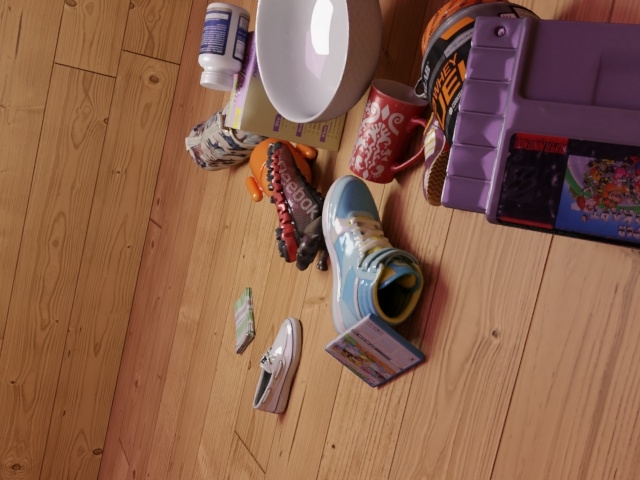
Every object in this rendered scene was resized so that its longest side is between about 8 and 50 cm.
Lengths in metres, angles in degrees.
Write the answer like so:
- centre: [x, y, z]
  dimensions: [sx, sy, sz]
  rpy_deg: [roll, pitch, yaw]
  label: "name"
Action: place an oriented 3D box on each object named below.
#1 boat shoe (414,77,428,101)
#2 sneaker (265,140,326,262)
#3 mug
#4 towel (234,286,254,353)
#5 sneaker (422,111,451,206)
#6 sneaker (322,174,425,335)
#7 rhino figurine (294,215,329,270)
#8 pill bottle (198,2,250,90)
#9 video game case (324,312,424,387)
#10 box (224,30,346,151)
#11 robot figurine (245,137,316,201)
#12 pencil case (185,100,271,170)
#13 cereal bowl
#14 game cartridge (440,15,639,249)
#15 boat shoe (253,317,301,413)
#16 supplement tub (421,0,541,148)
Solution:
- centre: [0.234, -0.291, 1.258]
  dimensions: [0.219, 0.070, 0.078]
  rpy_deg: [-44, 43, 52]
  label: "boat shoe"
- centre: [-0.047, -0.093, 1.695]
  dimensions: [0.098, 0.135, 0.276]
  rpy_deg: [87, 172, -77]
  label: "sneaker"
- centre: [0.124, -0.190, 1.412]
  dimensions: [0.150, 0.113, 0.169]
  rpy_deg: [-114, 38, -53]
  label: "mug"
- centre: [-0.212, 0.216, 2.073]
  dimensions: [0.113, 0.023, 0.152]
  rpy_deg: [-52, 37, 44]
  label: "towel"
- centre: [0.205, -0.147, 1.284]
  dimensions: [0.084, 0.069, 0.186]
  rpy_deg: [-174, 99, -74]
  label: "sneaker"
- centre: [0.102, 0.015, 1.369]
  dimensions: [0.208, 0.127, 0.319]
  rpy_deg: [150, 116, -61]
  label: "sneaker"
- centre: [0.000, 0.000, 1.521]
  dimensions: [0.243, 0.073, 0.106]
  rpy_deg: [-29, -46, -64]
  label: "rhino figurine"
- centre: [-0.209, -0.410, 1.636]
  dimensions: [0.094, 0.094, 0.170]
  rpy_deg: [6, 86, 65]
  label: "pill bottle"
- centre: [0.091, 0.195, 1.342]
  dimensions: [0.166, 0.119, 0.015]
  rpy_deg: [-44, 9, 51]
  label: "video game case"
- centre: [-0.066, -0.328, 1.705]
  dimensions: [0.117, 0.242, 0.214]
  rpy_deg: [27, 106, 64]
  label: "box"
- centre: [-0.097, -0.167, 1.847]
  dimensions: [0.219, 0.158, 0.128]
  rpy_deg: [-126, 35, -57]
  label: "robot figurine"
- centre: [-0.257, -0.303, 2.174]
  dimensions: [0.410, 0.183, 0.160]
  rpy_deg: [169, 108, -64]
  label: "pencil case"
- centre: [0.011, -0.396, 1.481]
  dimensions: [0.339, 0.141, 0.339]
  rpy_deg: [20, 115, 54]
  label: "cereal bowl"
- centre: [0.315, -0.110, 0.801]
  dimensions: [0.354, 0.068, 0.230]
  rpy_deg: [11, 88, 27]
  label: "game cartridge"
- centre: [-0.100, 0.285, 1.749]
  dimensions: [0.083, 0.075, 0.226]
  rpy_deg: [9, 89, 65]
  label: "boat shoe"
- centre: [0.252, -0.190, 1.039]
  dimensions: [0.194, 0.193, 0.316]
  rpy_deg: [-60, 31, 37]
  label: "supplement tub"
